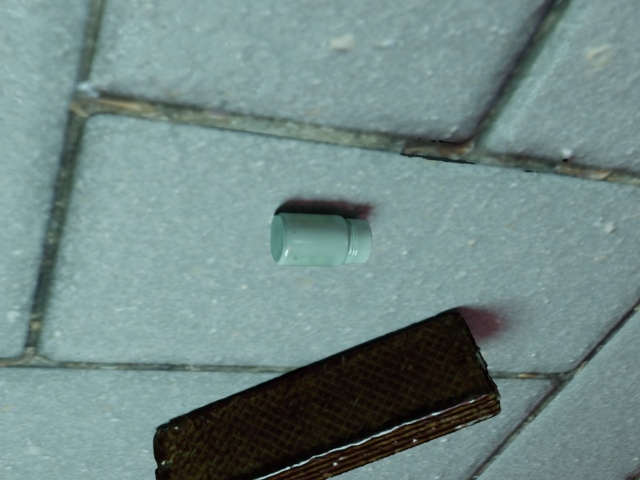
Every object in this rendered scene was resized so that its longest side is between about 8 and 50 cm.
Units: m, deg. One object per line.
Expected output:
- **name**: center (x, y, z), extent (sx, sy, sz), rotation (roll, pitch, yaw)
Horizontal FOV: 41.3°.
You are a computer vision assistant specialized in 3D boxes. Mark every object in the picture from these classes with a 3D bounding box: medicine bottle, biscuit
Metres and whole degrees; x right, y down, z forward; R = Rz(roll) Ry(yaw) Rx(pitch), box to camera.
- **medicine bottle**: center (0.000, 0.000, 0.751), extent (0.083, 0.047, 0.047), rotation (2, 137, -20)
- **biscuit**: center (0.000, 0.201, 0.935), extent (0.388, 0.107, 0.073), rotation (-22, 142, 7)
